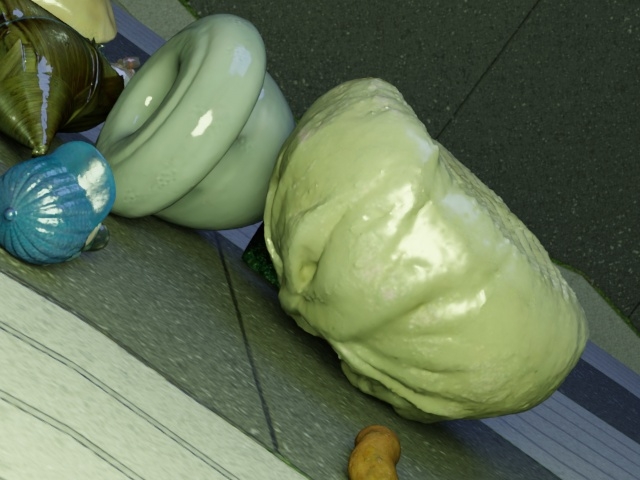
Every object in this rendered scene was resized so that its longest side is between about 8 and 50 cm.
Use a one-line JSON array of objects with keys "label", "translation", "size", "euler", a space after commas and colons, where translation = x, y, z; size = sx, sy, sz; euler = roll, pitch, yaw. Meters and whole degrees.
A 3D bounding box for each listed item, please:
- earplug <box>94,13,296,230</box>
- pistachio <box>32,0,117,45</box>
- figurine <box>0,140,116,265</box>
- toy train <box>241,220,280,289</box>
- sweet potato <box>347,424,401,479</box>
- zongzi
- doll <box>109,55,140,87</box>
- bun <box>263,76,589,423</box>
[{"label": "earplug", "translation": [-0.110, -0.098, 1.472], "size": [0.175, 0.214, 0.325], "euler": [38, 0, 6]}, {"label": "pistachio", "translation": [-0.342, -0.291, 1.663], "size": [0.318, 0.193, 0.214], "euler": [45, 33, 10]}, {"label": "figurine", "translation": [-0.185, -0.024, 1.115], "size": [0.087, 0.086, 0.149], "euler": [1, -3, -1]}, {"label": "toy train", "translation": [0.066, 0.059, 1.684], "size": [0.298, 0.120, 0.194], "euler": [38, 14, 12]}, {"label": "sweet potato", "translation": [0.042, 0.159, 1.152], "size": [0.044, 0.044, 0.179], "euler": [36, 7, -6]}, {"label": "zongzi", "translation": [-0.236, -0.124, 1.446], "size": [0.221, 0.112, 0.242], "euler": [28, 18, -53]}, {"label": "doll", "translation": [-0.251, -0.193, 1.905], "size": [0.073, 0.084, 0.127], "euler": [36, -2, 18]}, {"label": "bun", "translation": [0.083, 0.028, 1.450], "size": [0.365, 0.219, 0.365], "euler": [49, 9, -10]}]
